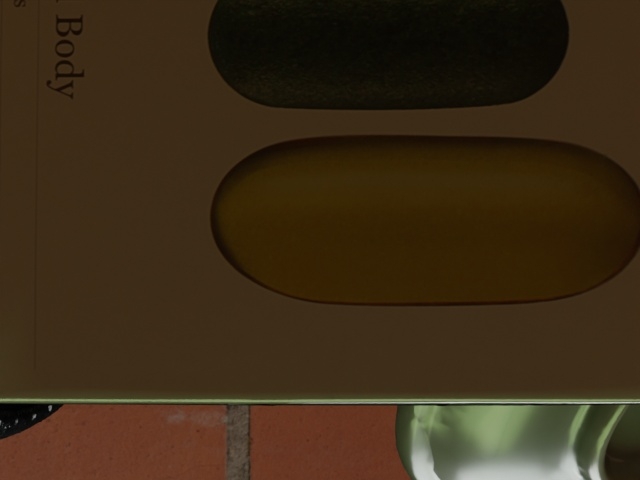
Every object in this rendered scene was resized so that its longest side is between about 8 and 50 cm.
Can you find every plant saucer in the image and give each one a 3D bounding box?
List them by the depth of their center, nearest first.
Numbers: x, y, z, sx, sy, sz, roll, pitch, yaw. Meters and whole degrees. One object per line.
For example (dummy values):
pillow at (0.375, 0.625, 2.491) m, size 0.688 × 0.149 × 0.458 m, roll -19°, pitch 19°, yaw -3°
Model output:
plant saucer at (0.239, 0.065, 1.301) m, size 0.400 × 0.400 × 0.100 m, roll 3°, pitch -140°, yaw -48°

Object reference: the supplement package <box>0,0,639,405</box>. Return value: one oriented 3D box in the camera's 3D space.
supplement package at (0.003, -0.043, 0.667) m, size 0.263 × 0.199 × 0.198 m, roll 0°, pitch 176°, yaw 2°

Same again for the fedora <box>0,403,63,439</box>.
fedora at (-0.257, 0.003, 1.561) m, size 0.152 × 0.334 × 0.334 m, roll 35°, pitch -170°, yaw 20°
